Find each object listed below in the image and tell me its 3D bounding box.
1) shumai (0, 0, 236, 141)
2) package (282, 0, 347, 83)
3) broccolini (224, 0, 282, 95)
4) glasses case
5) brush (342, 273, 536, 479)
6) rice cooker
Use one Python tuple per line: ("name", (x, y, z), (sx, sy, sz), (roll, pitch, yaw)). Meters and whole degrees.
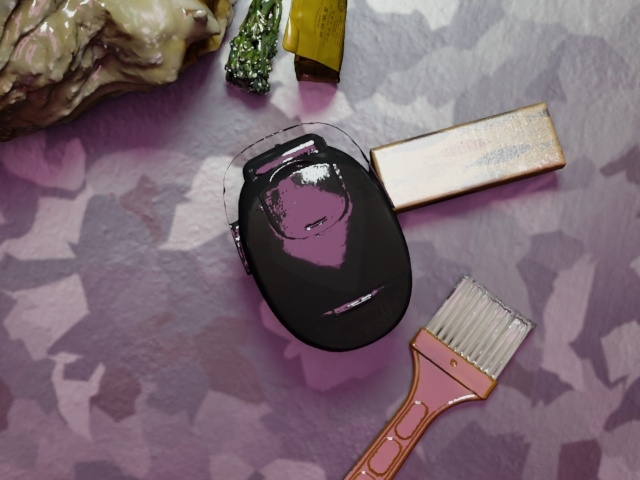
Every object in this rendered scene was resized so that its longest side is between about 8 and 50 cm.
("shumai", (-0.201, -0.208, 1.062), (0.262, 0.267, 0.314), (11, 119, -31))
("package", (-0.001, -0.184, 1.074), (0.047, 0.131, 0.071), (10, 86, 3))
("broccolini", (-0.044, -0.250, 1.121), (0.054, 0.051, 0.239), (19, 80, -45))
("glasses case", (0.134, -0.073, 1.121), (0.170, 0.041, 0.064), (-16, 78, -2))
("brush", (0.075, 0.180, 1.126), (0.090, 0.017, 0.314), (36, 88, 1))
("rice cooker", (0.000, -0.001, 1.074), (0.142, 0.118, 0.203), (-23, 90, -2))
